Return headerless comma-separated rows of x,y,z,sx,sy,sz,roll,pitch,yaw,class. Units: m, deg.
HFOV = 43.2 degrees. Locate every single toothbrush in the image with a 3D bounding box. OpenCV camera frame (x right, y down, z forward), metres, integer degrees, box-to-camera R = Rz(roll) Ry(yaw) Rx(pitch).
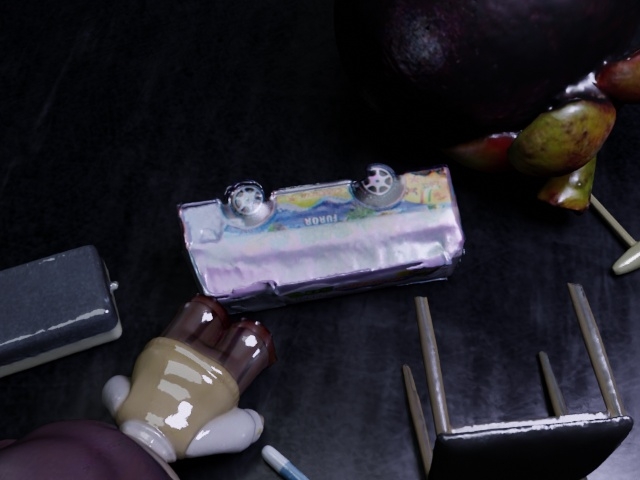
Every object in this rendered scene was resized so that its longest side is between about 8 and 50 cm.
0.043,0.290,0.775,0.275,0.019,0.025,39,60,24,toothbrush

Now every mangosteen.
0.220,-0.249,0.938,0.382,0.382,0.435,-26,71,-15,mangosteen

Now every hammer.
0.330,-0.038,0.994,0.060,0.028,0.195,-26,56,-8,hammer

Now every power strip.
-0.345,0.091,0.890,0.256,0.070,0.105,-18,60,-9,power strip

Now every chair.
0.183,0.195,0.747,0.188,0.166,0.272,-6,56,-3,chair

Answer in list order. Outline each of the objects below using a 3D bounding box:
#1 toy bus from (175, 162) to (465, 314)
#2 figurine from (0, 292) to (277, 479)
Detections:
0.000,0.000,0.925,0.316,0.112,0.138,-10,67,-5,toy bus
-0.188,0.218,0.766,0.218,0.206,0.365,38,36,-1,figurine
